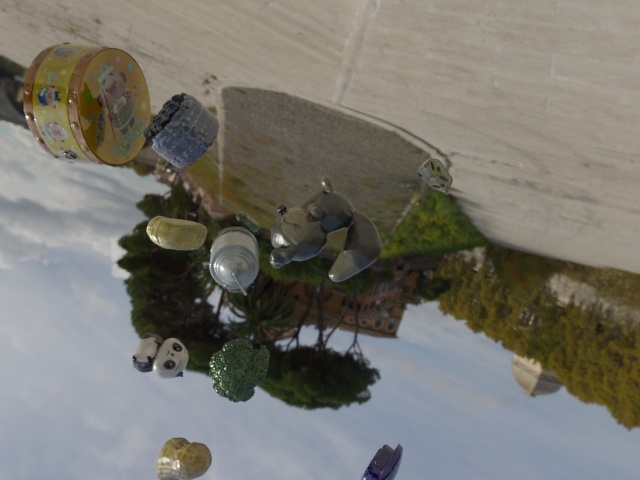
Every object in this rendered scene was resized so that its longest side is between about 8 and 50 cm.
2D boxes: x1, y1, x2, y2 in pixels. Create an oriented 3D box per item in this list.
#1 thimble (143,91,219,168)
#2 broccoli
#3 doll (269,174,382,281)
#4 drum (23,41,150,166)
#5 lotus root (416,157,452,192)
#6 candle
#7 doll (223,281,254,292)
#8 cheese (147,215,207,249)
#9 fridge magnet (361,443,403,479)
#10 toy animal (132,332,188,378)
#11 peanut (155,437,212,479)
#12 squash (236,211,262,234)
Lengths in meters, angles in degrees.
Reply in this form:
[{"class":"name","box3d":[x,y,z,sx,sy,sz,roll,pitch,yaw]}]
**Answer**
[{"class":"thimble","box3d":[-0.488,-0.388,1.799,0.172,0.236,0.205,40,-168,-36]},{"class":"broccoli","box3d":[-0.345,0.559,2.207,0.261,0.269,0.241,-4,175,10]},{"class":"doll","box3d":[0.003,0.001,1.822,0.378,0.382,0.252,43,178,6]},{"class":"drum","box3d":[-0.804,-0.471,1.806,0.214,0.432,0.431,7,-178,13]},{"class":"lotus root","box3d":[0.446,-0.264,2.019,0.143,0.070,0.144,49,173,-16]},{"class":"candle","box3d":[-0.374,0.080,2.240,0.221,0.221,0.342,18,-165,-14]},{"class":"doll","box3d":[-0.448,0.173,2.603,0.181,0.117,0.257,-8,136,24]},{"class":"cheese","box3d":[-0.592,-0.034,2.115,0.213,0.117,0.225,19,-169,39]},{"class":"fridge magnet","box3d":[0.245,0.936,2.065,0.112,0.266,0.265,32,-171,19]},{"class":"toy animal","box3d":[-0.727,0.537,2.358,0.235,0.187,0.165,14,148,8]},{"class":"peanut","box3d":[-0.510,0.801,1.873,0.143,0.291,0.159,-32,-91,-46]},{"class":"squash","box3d":[-0.301,-0.075,2.152,0.052,0.052,0.183,21,169,27]}]
